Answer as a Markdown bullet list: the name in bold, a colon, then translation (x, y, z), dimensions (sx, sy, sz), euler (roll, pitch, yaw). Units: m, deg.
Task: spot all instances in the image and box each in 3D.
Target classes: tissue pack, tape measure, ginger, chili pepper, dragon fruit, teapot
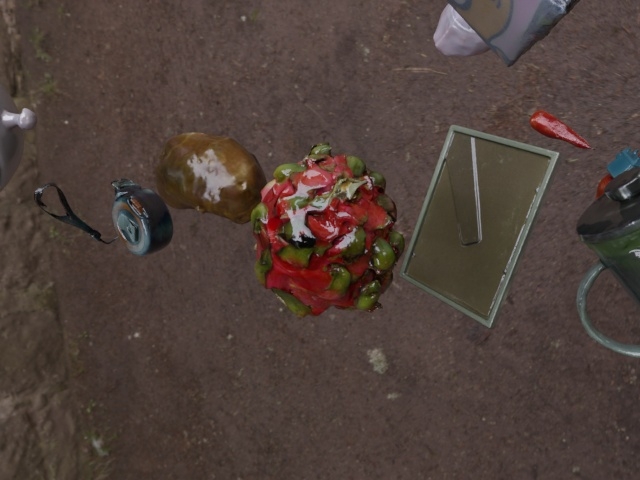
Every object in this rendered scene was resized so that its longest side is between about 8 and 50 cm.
- **tissue pack**: translation (0.138, -0.229, 0.452), dimensions (0.065, 0.115, 0.155), euler (-40, 88, -4)
- **tape measure**: translation (-0.297, -0.021, 0.783), dimensions (0.107, 0.179, 0.104), euler (29, 111, 29)
- **ginger**: translation (-0.225, -0.131, 1.102), dimensions (0.321, 0.165, 0.173), euler (14, 125, 48)
- **chili pepper**: translation (0.521, -0.239, 1.237), dimensions (0.045, 0.027, 0.178), euler (-54, 53, 15)
- **dragon fruit**: translation (0.012, 0.000, 0.890), dimensions (0.236, 0.231, 0.303), euler (-6, 136, 7)
- **teapot**: translation (0.502, 0.059, 0.809), dimensions (0.270, 0.200, 0.337), euler (-36, 95, 31)

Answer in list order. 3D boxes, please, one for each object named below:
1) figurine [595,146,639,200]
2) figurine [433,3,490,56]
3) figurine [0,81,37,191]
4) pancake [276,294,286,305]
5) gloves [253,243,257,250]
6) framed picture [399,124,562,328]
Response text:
- **figurine**: translation (0.648, -0.132, 1.216), dimensions (0.140, 0.075, 0.068), euler (111, 158, -44)
- **figurine**: translation (0.378, -0.494, 1.249), dimensions (0.200, 0.275, 0.133), euler (62, 164, 12)
- **figurine**: translation (-0.600, -0.192, 0.870), dimensions (0.361, 0.211, 0.253), euler (25, 151, 46)
- **pancake**: translation (-0.048, 0.083, 1.156), dimensions (0.028, 0.158, 0.158), euler (-40, 77, 38)
- **gloves**: translation (-0.087, -0.014, 1.264), dimensions (0.129, 0.106, 0.181), euler (9, 71, 9)
- **framed picture**: translation (0.278, -0.034, 1.039), dimensions (0.240, 0.020, 0.324), euler (30, 107, 48)
